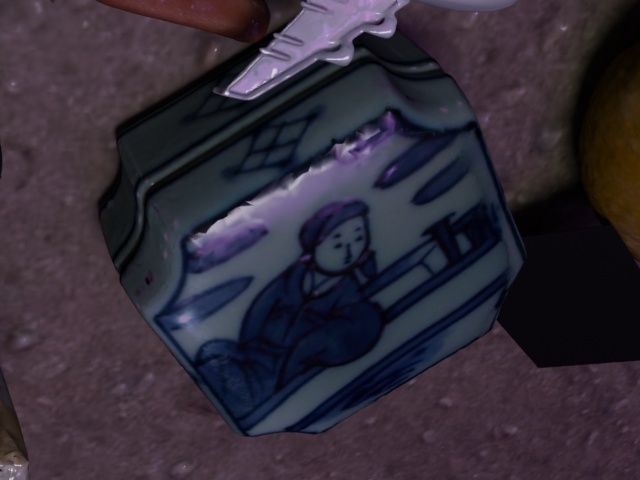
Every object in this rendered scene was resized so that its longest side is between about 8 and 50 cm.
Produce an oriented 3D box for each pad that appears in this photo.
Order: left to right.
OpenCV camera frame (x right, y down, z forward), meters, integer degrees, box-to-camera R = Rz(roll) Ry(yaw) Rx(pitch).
[{"bbox_3d":[0.234,0.060,1.101,0.170,0.006,0.245,-10,144,32],"label":"pad"}]

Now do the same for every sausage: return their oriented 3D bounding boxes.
[{"bbox_3d":[-0.104,-0.163,0.785,0.158,0.036,0.042,5,115,-31],"label":"sausage"}]

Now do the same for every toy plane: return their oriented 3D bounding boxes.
[{"bbox_3d":[0.024,-0.195,0.747,0.255,0.101,0.251,15,100,-19],"label":"toy plane"}]

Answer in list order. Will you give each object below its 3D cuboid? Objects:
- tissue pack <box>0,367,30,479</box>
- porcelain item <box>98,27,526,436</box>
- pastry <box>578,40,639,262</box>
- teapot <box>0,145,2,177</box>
[{"bbox_3d":[-0.300,0.103,0.766,0.186,0.222,0.090,5,121,-30],"label":"tissue pack"},{"bbox_3d":[0.000,0.000,0.892,0.281,0.157,0.286,-31,135,-4],"label":"porcelain item"},{"bbox_3d":[0.388,-0.085,0.974,0.356,0.163,0.356,-6,149,-4],"label":"pastry"},{"bbox_3d":[-0.360,0.002,0.579,0.362,0.376,0.305,-30,175,9],"label":"teapot"}]
